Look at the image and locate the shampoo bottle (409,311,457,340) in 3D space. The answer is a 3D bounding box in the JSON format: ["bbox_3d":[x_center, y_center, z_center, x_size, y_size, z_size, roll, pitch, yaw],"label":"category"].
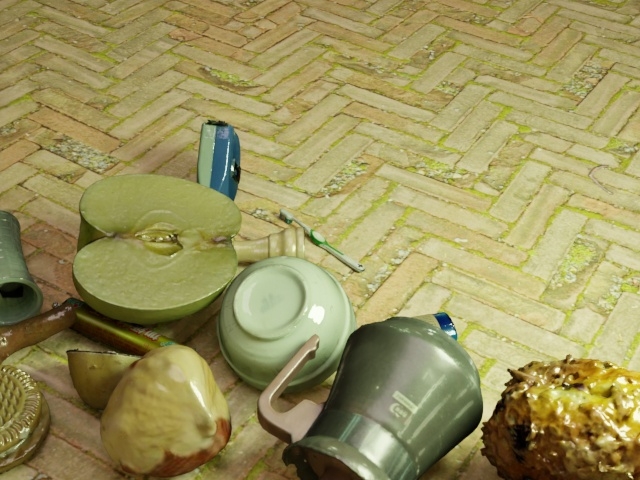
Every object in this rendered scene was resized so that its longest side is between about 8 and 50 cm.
[{"bbox_3d":[0.215,0.212,1.971,0.183,0.050,0.087,-9,45,-15],"label":"shampoo bottle"}]

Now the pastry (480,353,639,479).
[{"bbox_3d":[0.467,0.371,1.553,0.337,0.405,0.292,24,62,18],"label":"pastry"}]

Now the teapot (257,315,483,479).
[{"bbox_3d":[0.087,0.333,1.637,0.376,0.305,0.361,28,52,18],"label":"teapot"}]

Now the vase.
[{"bbox_3d":[-0.744,0.054,2.011,0.143,0.143,0.299,-13,40,-19],"label":"vase"}]

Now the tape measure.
[{"bbox_3d":[-0.275,-0.129,2.271,0.098,0.215,0.351,7,84,4],"label":"tape measure"}]

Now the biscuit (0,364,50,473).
[{"bbox_3d":[-0.668,0.353,1.704,0.259,0.079,0.259,3,39,-2],"label":"biscuit"}]

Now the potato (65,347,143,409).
[{"bbox_3d":[-0.438,0.290,1.768,0.202,0.182,0.117,1,78,18],"label":"potato"}]

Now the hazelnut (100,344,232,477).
[{"bbox_3d":[-0.280,0.327,1.639,0.261,0.261,0.241,-23,16,-28],"label":"hazelnut"}]

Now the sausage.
[{"bbox_3d":[-0.445,0.205,1.904,0.372,0.082,0.082,21,43,19],"label":"sausage"}]

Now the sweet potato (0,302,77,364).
[{"bbox_3d":[-0.711,0.225,1.830,0.385,0.109,0.109,-14,44,-21],"label":"sweet potato"}]

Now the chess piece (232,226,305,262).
[{"bbox_3d":[-0.235,0.025,2.109,0.397,0.117,0.117,0,41,-3],"label":"chess piece"}]

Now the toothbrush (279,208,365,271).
[{"bbox_3d":[0.000,-0.001,2.219,0.304,0.030,0.030,34,49,30],"label":"toothbrush"}]

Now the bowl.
[{"bbox_3d":[-0.086,0.162,1.850,0.307,0.163,0.307,-5,61,10],"label":"bowl"}]

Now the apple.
[{"bbox_3d":[-0.358,0.019,1.908,0.360,0.320,0.311,4,6,-12],"label":"apple"}]
